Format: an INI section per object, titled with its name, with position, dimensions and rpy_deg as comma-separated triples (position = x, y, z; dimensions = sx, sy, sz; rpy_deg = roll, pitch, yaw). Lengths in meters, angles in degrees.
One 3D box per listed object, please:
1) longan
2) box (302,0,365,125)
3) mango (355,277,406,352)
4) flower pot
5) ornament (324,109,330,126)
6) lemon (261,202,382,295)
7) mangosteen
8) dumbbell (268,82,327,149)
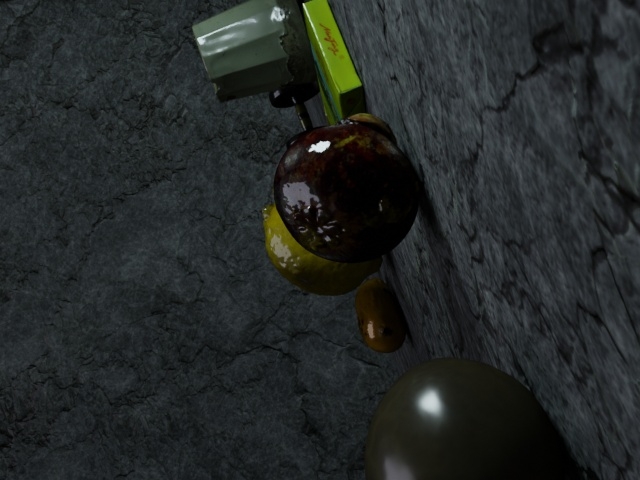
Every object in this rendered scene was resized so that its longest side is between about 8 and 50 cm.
[longan]
position = 0.131, 0.206, 0.690
dimensions = 0.212, 0.198, 0.198
rpy_deg = 57, -167, -74
[box]
position = 0.036, -0.255, 1.337
dimensions = 0.335, 0.047, 0.187
rpy_deg = 73, 178, -69
[mango]
position = 0.155, 0.202, 2.055
dimensions = 0.295, 0.120, 0.177
rpy_deg = -110, 2, -69
[flower pot]
position = -0.146, -0.445, 1.742
dimensions = 0.290, 0.259, 0.290
rpy_deg = 159, 90, -89
[ornament]
position = 0.049, -0.170, 1.627
dimensions = 0.245, 0.061, 0.230
rpy_deg = -77, -32, -63
[lemon]
position = 0.000, 0.000, 1.759
dimensions = 0.253, 0.310, 0.253
rpy_deg = -156, 90, -81
[mangosteen]
position = 0.044, -0.079, 0.986
dimensions = 0.217, 0.192, 0.192
rpy_deg = -57, -39, -39
[dumbbell]
position = -0.044, -0.326, 1.972
dimensions = 0.143, 0.143, 0.325
rpy_deg = 72, 179, -82
